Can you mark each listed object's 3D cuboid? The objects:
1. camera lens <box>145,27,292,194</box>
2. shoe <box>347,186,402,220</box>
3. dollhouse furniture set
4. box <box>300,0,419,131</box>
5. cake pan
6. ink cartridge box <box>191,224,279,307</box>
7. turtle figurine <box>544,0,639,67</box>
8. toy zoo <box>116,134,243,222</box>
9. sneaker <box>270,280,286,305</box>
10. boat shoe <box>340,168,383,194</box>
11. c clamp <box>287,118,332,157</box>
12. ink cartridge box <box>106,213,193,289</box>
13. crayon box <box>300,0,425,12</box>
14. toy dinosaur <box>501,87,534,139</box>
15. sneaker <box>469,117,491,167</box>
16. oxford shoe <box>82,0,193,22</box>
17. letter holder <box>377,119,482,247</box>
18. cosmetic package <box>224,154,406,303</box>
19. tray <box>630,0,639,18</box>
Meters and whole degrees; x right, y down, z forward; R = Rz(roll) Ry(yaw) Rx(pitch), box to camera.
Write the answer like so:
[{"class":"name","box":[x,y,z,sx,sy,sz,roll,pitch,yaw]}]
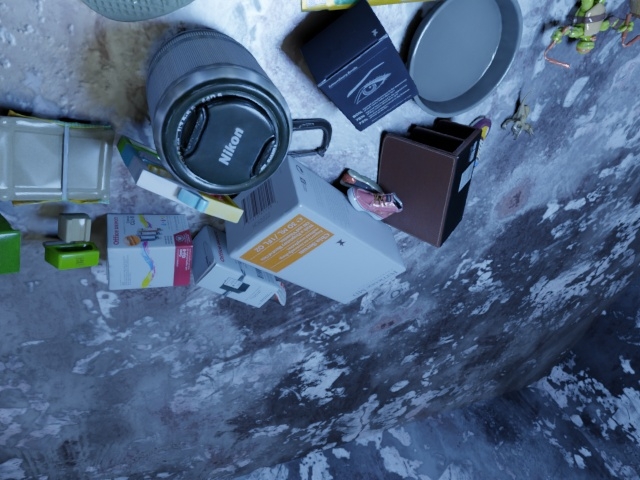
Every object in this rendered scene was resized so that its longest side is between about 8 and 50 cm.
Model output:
[{"class":"camera lens","box":[-0.185,-0.230,0.729,0.220,0.274,0.219,-15,135,-15]},{"class":"shoe","box":[0.148,-0.107,1.092,0.081,0.063,0.178,-21,153,31]},{"class":"dollhouse furniture set","box":[-0.547,-0.104,0.816,0.198,0.151,0.301,-7,118,-49]},{"class":"box","box":[0.084,-0.338,0.829,0.153,0.108,0.207,-30,156,19]},{"class":"cake pan","box":[0.325,-0.433,0.961,0.294,0.054,0.293,-14,134,-15]},{"class":"ink cartridge box","box":[-0.226,0.069,1.076,0.087,0.153,0.209,-44,134,17]},{"class":"turtle figurine","box":[0.668,-0.552,1.003,0.270,0.087,0.217,-12,127,-5]},{"class":"toy zoo","box":[-0.267,-0.113,0.786,0.193,0.293,0.030,22,101,-40]},{"class":"sneaker","box":[-0.157,0.150,1.269,0.065,0.061,0.157,-10,140,20]},{"class":"boat shoe","box":[0.114,-0.148,1.123,0.137,0.049,0.043,20,122,-36]},{"class":"c clamp","box":[-0.044,-0.222,0.986,0.161,0.022,0.137,-17,127,-21]},{"class":"ink cartridge box","box":[-0.399,0.024,0.961,0.177,0.128,0.127,-2,130,-26]},{"class":"crayon box","box":[0.103,-0.536,0.731,0.323,0.083,0.203,-14,135,-16]},{"class":"toy dinosaur","box":[0.564,-0.349,1.176,0.092,0.053,0.183,-49,143,-1]},{"class":"sneaker","box":[0.426,-0.250,1.160,0.070,0.083,0.185,10,125,-34]},{"class":"oxford shoe","box":[-0.189,-0.492,0.603,0.450,0.129,0.169,-29,145,22]},{"class":"letter holder","box":[0.284,-0.167,1.140,0.152,0.215,0.301,-43,146,-33]},{"class":"cosmetic package","box":[0.000,0.000,1.081,0.230,0.161,0.453,-34,140,26]},{"class":"tray","box":[0.945,-0.744,0.975,0.411,0.076,0.203,-38,136,8]}]
